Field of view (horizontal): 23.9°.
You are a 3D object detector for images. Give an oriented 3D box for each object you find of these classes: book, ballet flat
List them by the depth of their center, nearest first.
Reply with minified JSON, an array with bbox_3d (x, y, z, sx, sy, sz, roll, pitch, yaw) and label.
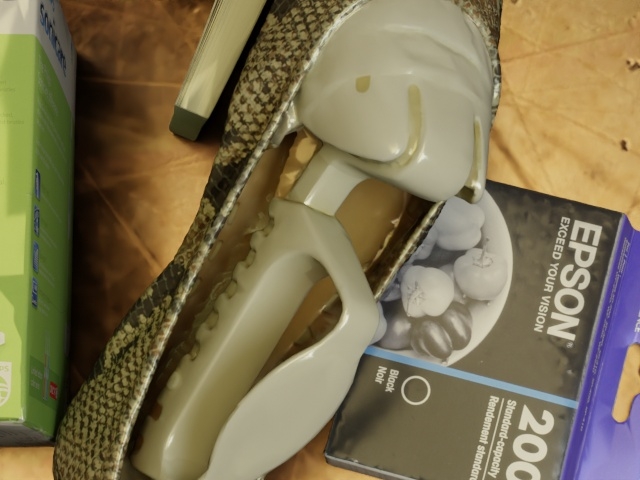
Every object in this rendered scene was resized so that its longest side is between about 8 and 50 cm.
[{"bbox_3d":[0.000,0.000,0.898,0.164,0.182,0.483,27,95,-26],"label":"ballet flat"},{"bbox_3d":[-0.061,-0.142,1.014,0.035,0.096,0.144,23,81,-6],"label":"book"}]

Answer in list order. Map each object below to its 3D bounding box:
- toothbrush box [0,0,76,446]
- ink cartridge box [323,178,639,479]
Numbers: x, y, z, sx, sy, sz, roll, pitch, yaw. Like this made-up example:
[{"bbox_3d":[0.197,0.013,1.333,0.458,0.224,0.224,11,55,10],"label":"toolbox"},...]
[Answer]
[{"bbox_3d":[-0.222,-0.018,0.943,0.122,0.206,0.283,1,80,-2],"label":"toothbrush box"},{"bbox_3d":[0.127,0.071,0.981,0.208,0.045,0.206,14,80,7],"label":"ink cartridge box"}]
